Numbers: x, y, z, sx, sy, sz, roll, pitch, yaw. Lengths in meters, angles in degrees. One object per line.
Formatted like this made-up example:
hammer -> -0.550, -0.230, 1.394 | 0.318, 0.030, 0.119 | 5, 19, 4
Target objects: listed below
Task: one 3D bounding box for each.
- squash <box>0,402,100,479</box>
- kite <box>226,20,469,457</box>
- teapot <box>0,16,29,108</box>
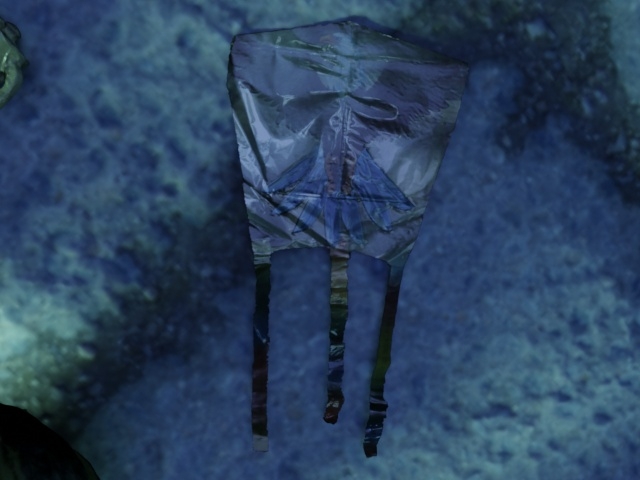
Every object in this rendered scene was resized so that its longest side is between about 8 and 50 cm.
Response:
squash -> -0.230, 0.208, 0.417 | 0.252, 0.165, 0.252 | -27, 126, -43
kite -> 0.000, 0.000, 0.539 | 0.169, 0.015, 0.310 | 9, 92, -10
teapot -> -0.218, -0.104, 0.471 | 0.067, 0.057, 0.083 | 40, 81, 16
